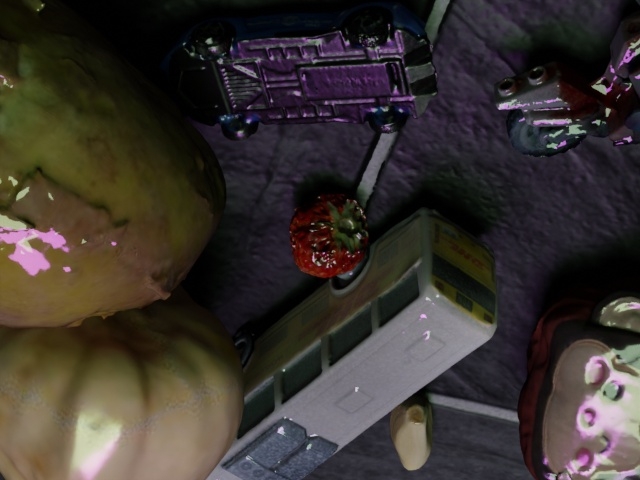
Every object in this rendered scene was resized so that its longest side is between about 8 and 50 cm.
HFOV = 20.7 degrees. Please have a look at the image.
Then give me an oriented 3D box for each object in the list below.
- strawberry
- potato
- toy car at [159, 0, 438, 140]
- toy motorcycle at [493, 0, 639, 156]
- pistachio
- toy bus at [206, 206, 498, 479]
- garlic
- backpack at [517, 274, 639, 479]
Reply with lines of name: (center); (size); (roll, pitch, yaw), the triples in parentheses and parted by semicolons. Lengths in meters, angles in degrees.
strawberry: (0.000, 0.000, 1.473); (0.073, 0.073, 0.083); (31, 147, -24)
potato: (-0.194, -0.041, 1.288); (0.237, 0.289, 0.301); (27, 128, 0)
toy car: (-0.016, -0.135, 1.345); (0.216, 0.063, 0.103); (-1, 135, 16)
toy motorcycle: (0.230, -0.128, 1.323); (0.213, 0.082, 0.122); (-20, 131, 20)
pistachio: (-0.182, 0.129, 1.471); (0.229, 0.238, 0.321); (18, 174, -8)
toy bus: (0.012, 0.109, 1.526); (0.097, 0.138, 0.342); (31, 126, -27)
garlic: (0.086, 0.173, 1.641); (0.041, 0.053, 0.083); (0, 142, 0)
backpack: (0.285, 0.133, 1.542); (0.229, 0.139, 0.229); (1, 115, 3)
